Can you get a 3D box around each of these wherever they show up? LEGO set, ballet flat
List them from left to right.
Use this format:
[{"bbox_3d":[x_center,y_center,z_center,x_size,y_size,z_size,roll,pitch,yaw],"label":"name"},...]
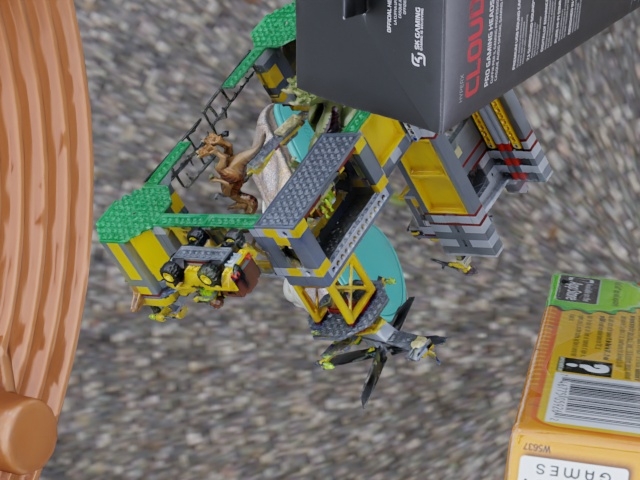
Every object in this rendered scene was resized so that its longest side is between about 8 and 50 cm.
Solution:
[{"bbox_3d":[0.000,0.000,1.840,0.106,0.107,0.316,-57,35,34],"label":"ballet flat"},{"bbox_3d":[0.016,-0.021,1.411,0.255,0.331,0.192,-5,130,35],"label":"LEGO set"}]

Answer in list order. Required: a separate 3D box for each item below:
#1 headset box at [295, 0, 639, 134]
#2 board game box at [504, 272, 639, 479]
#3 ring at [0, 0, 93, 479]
[{"bbox_3d":[0.094,-0.209,1.116,0.110,0.293,0.218,20,125,32],"label":"headset box"},{"bbox_3d":[0.279,0.246,1.106,0.356,0.356,0.356,7,103,9],"label":"board game box"},{"bbox_3d":[-0.158,0.003,0.418,0.032,0.336,0.336,7,89,35],"label":"ring"}]
